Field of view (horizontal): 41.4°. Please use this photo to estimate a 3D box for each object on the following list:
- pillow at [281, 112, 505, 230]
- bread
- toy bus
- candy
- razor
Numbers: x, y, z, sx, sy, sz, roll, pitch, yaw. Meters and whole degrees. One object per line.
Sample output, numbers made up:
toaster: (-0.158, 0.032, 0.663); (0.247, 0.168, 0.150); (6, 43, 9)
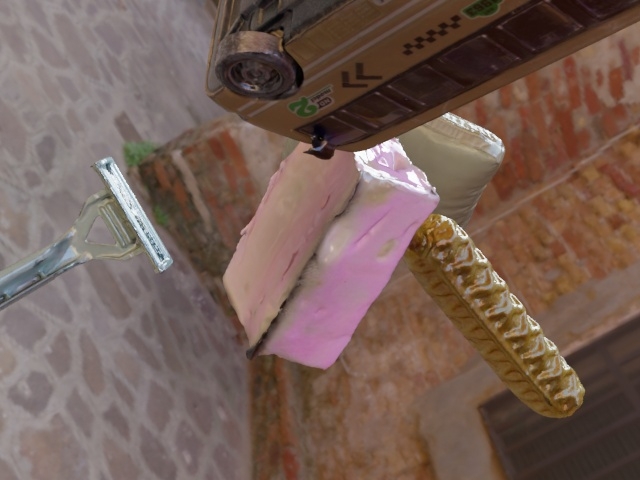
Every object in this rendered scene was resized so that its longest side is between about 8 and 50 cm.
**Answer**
pillow: (0.101, -0.135, 1.300); (0.322, 0.120, 0.255); (26, -35, 6)
bread: (0.229, 0.107, 1.111); (0.367, 0.084, 0.077); (48, 51, -22)
toy bus: (0.063, -0.158, 0.498); (0.157, 0.289, 0.139); (25, 58, -35)
candy: (0.000, 0.000, 0.940); (0.115, 0.265, 0.155); (14, 29, -31)
razor: (-0.266, 0.042, 0.704); (0.111, 0.278, 0.056); (61, -24, -9)
